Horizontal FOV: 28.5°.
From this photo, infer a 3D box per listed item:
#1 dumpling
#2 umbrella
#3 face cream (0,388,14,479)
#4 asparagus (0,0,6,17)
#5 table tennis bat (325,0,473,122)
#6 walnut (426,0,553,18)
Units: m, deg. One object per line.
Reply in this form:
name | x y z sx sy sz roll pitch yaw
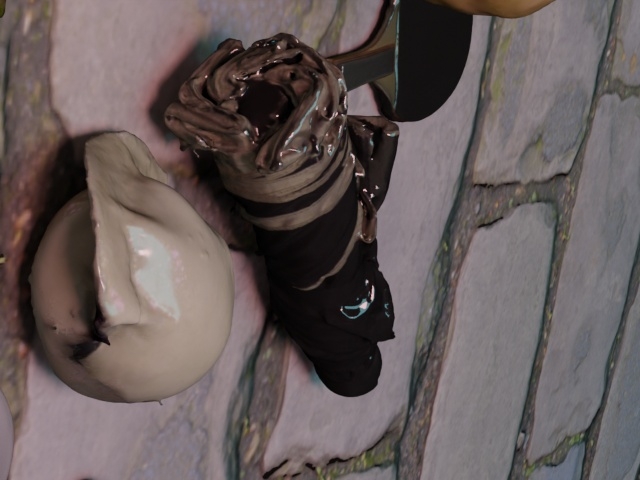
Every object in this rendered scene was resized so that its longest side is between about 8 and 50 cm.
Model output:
dumpling | -0.104 0.018 0.736 0.176 0.092 0.150 36 60 -53
umbrella | -0.004 -0.004 0.872 0.106 0.113 0.358 -61 154 -26
face cream | -0.209 0.091 0.576 0.117 0.104 0.117 -35 134 -47
asparagus | -0.168 -0.107 0.612 0.027 0.034 0.236 29 77 -41
table tennis bat | 0.066 -0.150 0.988 0.220 0.019 0.130 -29 128 -51
walnut | 0.140 -0.316 0.734 0.381 0.381 0.381 -33 132 -47
